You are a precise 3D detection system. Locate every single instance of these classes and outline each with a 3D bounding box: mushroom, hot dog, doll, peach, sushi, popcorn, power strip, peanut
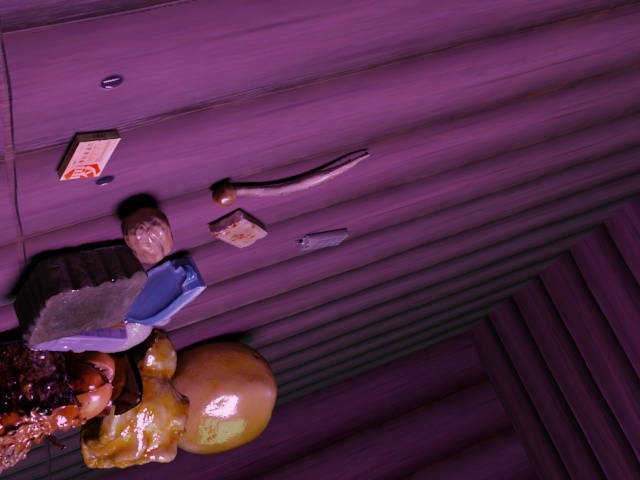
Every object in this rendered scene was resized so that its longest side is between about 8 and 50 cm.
[{"bbox_3d":[-0.051,-0.101,1.524,0.306,0.043,0.068,-16,-174,-32],"label":"mushroom"},{"bbox_3d":[-0.539,0.314,1.843,0.326,0.194,0.107,-27,151,12],"label":"hot dog"},{"bbox_3d":[-0.403,0.182,1.818,0.214,0.072,0.103,-17,162,-25],"label":"doll"},{"bbox_3d":[-0.280,0.413,2.340,0.315,0.282,0.314,0,157,-38],"label":"peach"},{"bbox_3d":[-0.624,0.299,1.644,0.348,0.208,0.234,-16,168,-20],"label":"sushi"},{"bbox_3d":[-0.450,0.384,2.019,0.321,0.290,0.325,-21,-178,-21],"label":"popcorn"},{"bbox_3d":[0.000,0.000,1.922,0.136,0.019,0.051,-10,160,-41],"label":"power strip"},{"bbox_3d":[-0.275,-0.009,1.419,0.080,0.080,0.174,-21,168,-12],"label":"peanut"}]

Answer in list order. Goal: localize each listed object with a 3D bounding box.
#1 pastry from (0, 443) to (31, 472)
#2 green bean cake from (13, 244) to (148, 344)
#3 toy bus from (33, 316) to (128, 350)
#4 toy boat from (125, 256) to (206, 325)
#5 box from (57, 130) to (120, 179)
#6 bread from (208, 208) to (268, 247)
[{"bbox_3d":[-0.787,0.468,2.002,0.255,0.162,0.311,-27,162,15],"label":"pastry"},{"bbox_3d":[-0.400,0.085,1.488,0.183,0.094,0.185,-10,158,-39],"label":"green bean cake"},{"bbox_3d":[-0.455,0.167,1.672,0.064,0.075,0.190,-35,152,33],"label":"toy bus"},{"bbox_3d":[-0.291,0.103,1.710,0.215,0.088,0.102,-35,164,28],"label":"toy boat"},{"bbox_3d":[-0.303,-0.111,1.166,0.058,0.015,0.093,-13,159,-39],"label":"box"},{"bbox_3d":[-0.149,-0.018,1.646,0.068,0.028,0.153,-29,165,7],"label":"bread"}]
